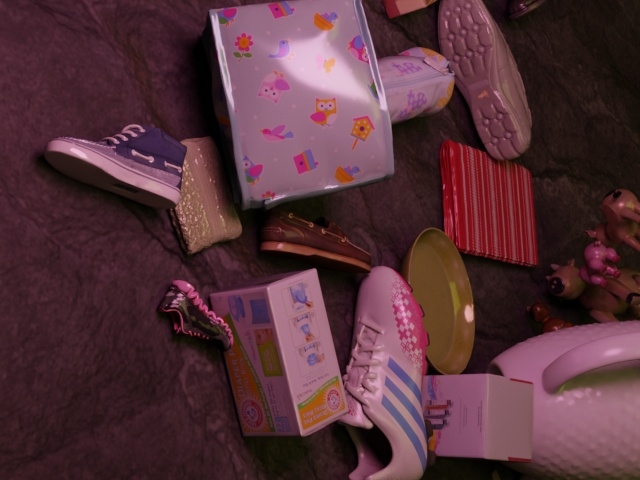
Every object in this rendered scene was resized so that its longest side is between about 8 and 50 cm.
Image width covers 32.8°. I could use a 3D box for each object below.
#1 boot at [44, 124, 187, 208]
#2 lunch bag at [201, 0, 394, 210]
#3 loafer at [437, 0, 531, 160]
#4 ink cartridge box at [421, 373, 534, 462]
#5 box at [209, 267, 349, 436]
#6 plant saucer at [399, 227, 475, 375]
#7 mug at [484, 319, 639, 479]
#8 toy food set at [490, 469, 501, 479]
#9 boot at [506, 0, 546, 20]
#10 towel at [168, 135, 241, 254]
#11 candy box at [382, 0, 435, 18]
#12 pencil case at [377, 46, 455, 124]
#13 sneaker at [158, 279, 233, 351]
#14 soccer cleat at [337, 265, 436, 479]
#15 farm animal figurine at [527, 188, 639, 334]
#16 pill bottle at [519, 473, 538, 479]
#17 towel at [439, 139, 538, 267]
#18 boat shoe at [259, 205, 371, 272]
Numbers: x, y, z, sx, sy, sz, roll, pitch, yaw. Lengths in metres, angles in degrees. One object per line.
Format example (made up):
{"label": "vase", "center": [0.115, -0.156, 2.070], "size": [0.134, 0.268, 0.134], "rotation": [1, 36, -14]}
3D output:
{"label": "boot", "center": [-0.247, -0.108, 1.326], "size": [0.190, 0.069, 0.086], "rotation": [25, 65, -43]}
{"label": "lunch bag", "center": [-0.029, -0.182, 1.456], "size": [0.223, 0.160, 0.262], "rotation": [-11, 88, -11]}
{"label": "loafer", "center": [0.295, -0.299, 1.932], "size": [0.111, 0.112, 0.319], "rotation": [-40, 113, -58]}
{"label": "ink cartridge box", "center": [0.220, 0.275, 1.679], "size": [0.128, 0.176, 0.127], "rotation": [15, 74, -44]}
{"label": "box", "center": [-0.054, 0.152, 1.450], "size": [0.103, 0.114, 0.203], "rotation": [-18, 96, -49]}
{"label": "plant saucer", "center": [0.183, 0.100, 1.748], "size": [0.241, 0.037, 0.241], "rotation": [25, 59, -53]}
{"label": "mug", "center": [0.455, 0.250, 1.770], "size": [0.328, 0.374, 0.276], "rotation": [-2, 59, -8]}
{"label": "toy food set", "center": [0.281, 0.479, 1.804], "size": [0.192, 0.038, 0.132], "rotation": [-40, 112, -44]}
{"label": "boot", "center": [0.352, -0.567, 2.067], "size": [0.229, 0.091, 0.263], "rotation": [45, 48, -25]}
{"label": "towel", "center": [-0.161, -0.062, 1.441], "size": [0.110, 0.027, 0.148], "rotation": [-22, 98, -46]}
{"label": "candy box", "center": [0.195, -0.525, 1.871], "size": [0.316, 0.088, 0.183], "rotation": [-40, 112, -44]}
{"label": "pencil case", "center": [0.094, -0.225, 1.678], "size": [0.273, 0.124, 0.113], "rotation": [-23, 108, -46]}
{"label": "sneaker", "center": [-0.163, 0.108, 1.399], "size": [0.119, 0.047, 0.057], "rotation": [49, 57, -20]}
{"label": "soccer cleat", "center": [0.084, 0.201, 1.593], "size": [0.143, 0.116, 0.331], "rotation": [-2, 81, -37]}
{"label": "farm animal figurine", "center": [0.523, 0.074, 2.025], "size": [0.327, 0.172, 0.330], "rotation": [23, 104, -43]}
{"label": "pill bottle", "center": [0.412, 0.395, 1.934], "size": [0.078, 0.078, 0.137], "rotation": [58, 46, -22]}
{"label": "towel", "center": [0.303, -0.060, 1.942], "size": [0.275, 0.031, 0.198], "rotation": [12, 72, -47]}
{"label": "boat shoe", "center": [0.000, 0.000, 1.569], "size": [0.207, 0.073, 0.073], "rotation": [18, 71, -44]}
